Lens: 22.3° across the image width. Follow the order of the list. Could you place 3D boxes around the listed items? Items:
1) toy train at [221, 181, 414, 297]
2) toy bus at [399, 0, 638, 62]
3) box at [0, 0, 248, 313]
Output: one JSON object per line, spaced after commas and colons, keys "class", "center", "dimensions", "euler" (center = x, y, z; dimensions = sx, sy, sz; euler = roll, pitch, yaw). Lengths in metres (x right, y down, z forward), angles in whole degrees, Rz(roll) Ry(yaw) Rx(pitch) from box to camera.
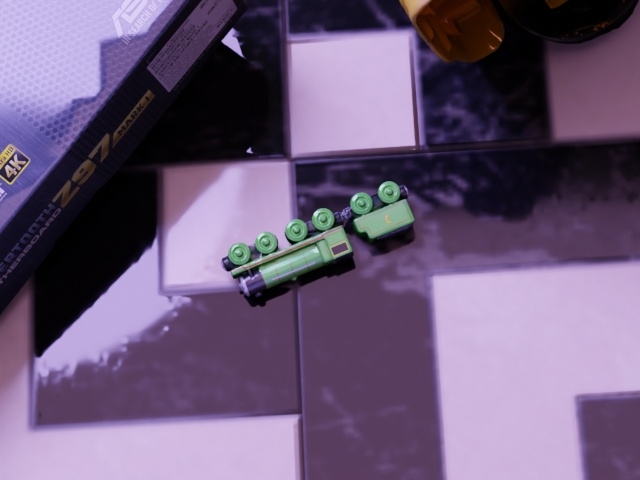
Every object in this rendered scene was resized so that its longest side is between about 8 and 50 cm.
{"class": "toy train", "center": [0.000, 0.000, 0.671], "dimensions": [0.083, 0.017, 0.023], "euler": [-23, 83, -4]}
{"class": "toy bus", "center": [0.097, -0.202, 0.630], "dimensions": [0.220, 0.149, 0.211], "euler": [-32, 81, 13]}
{"class": "box", "center": [-0.172, -0.069, 0.666], "dimensions": [0.183, 0.059, 0.232], "euler": [39, 87, 15]}
